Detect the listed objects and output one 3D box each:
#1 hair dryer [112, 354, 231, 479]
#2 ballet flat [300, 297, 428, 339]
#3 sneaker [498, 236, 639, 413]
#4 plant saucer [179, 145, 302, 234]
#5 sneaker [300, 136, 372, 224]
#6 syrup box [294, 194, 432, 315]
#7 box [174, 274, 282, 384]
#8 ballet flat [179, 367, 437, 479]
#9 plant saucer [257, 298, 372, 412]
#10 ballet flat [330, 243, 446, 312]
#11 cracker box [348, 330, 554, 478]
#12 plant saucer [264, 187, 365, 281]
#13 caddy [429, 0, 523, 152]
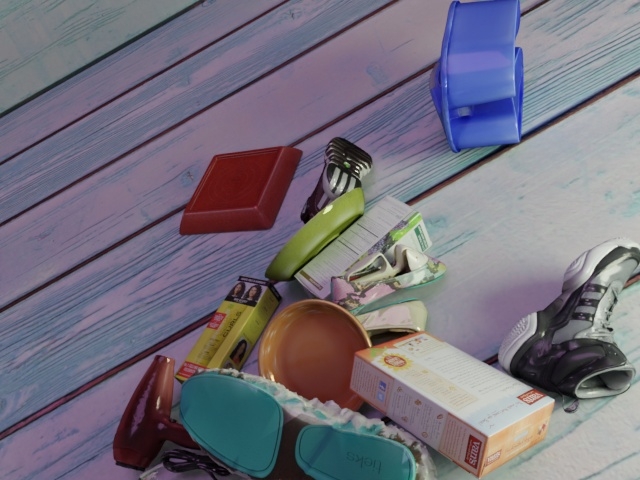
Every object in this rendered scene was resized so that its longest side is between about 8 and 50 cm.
[{"bbox_3d":[-0.234,0.322,1.032,0.223,0.080,0.294,-28,61,-2],"label":"hair dryer"},{"bbox_3d":[0.058,0.159,1.039,0.248,0.086,0.086,-15,43,14],"label":"ballet flat"},{"bbox_3d":[0.390,0.121,0.873,0.268,0.101,0.153,-43,44,-6],"label":"sneaker"},{"bbox_3d":[-0.196,-0.129,1.480,0.258,0.048,0.259,-4,48,27],"label":"plant saucer"},{"bbox_3d":[0.018,-0.107,1.305,0.163,0.106,0.281,-56,3,27],"label":"sneaker"},{"bbox_3d":[0.079,0.036,1.129,0.237,0.093,0.096,-41,43,-13],"label":"syrup box"},{"bbox_3d":[-0.167,0.175,1.155,0.087,0.058,0.232,9,55,35],"label":"box"},{"bbox_3d":[-0.022,0.294,0.903,0.408,0.147,0.147,13,56,29],"label":"ballet flat"},{"bbox_3d":[-0.005,0.193,0.998,0.199,0.037,0.200,-1,88,23],"label":"plant saucer"},{"bbox_3d":[0.116,0.052,1.049,0.221,0.079,0.077,-18,19,-19],"label":"ballet flat"},{"bbox_3d":[0.174,0.213,0.861,0.155,0.067,0.232,-8,22,-41],"label":"cracker box"},{"bbox_3d":[0.000,0.000,1.146,0.241,0.241,0.037,-40,80,-12],"label":"plant saucer"},{"bbox_3d":[0.308,-0.332,1.256,0.179,0.241,0.341,0,49,21],"label":"caddy"}]
